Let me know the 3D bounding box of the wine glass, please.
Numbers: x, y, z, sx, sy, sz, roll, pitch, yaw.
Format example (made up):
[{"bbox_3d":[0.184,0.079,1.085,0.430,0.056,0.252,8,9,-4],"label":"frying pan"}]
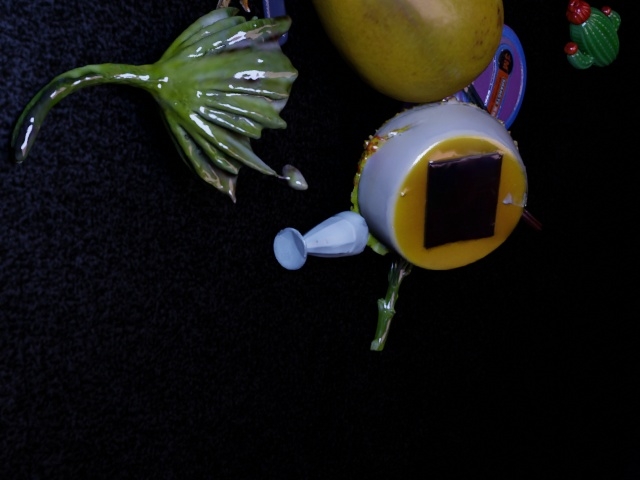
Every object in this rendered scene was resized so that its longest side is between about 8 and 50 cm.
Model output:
[{"bbox_3d":[0.000,0.000,1.425,0.155,0.073,0.073,-14,108,-48],"label":"wine glass"}]

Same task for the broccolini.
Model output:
[{"bbox_3d":[0.132,0.091,1.625,0.067,0.058,0.216,25,77,-56],"label":"broccolini"}]

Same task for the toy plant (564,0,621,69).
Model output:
[{"bbox_3d":[0.625,-0.475,2.166,0.240,0.088,0.154,-6,116,-46],"label":"toy plant"}]

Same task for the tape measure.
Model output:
[{"bbox_3d":[0.249,-0.284,1.651,0.245,0.149,0.231,16,86,-46],"label":"tape measure"}]

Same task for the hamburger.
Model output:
[{"bbox_3d":[0.190,-0.092,1.508,0.294,0.179,0.276,-11,124,-11],"label":"hamburger"}]

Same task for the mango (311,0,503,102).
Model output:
[{"bbox_3d":[0.103,-0.395,1.361,0.446,0.232,0.300,40,65,-38],"label":"mango"}]

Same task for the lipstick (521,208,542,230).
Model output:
[{"bbox_3d":[0.456,-0.054,2.065,0.176,0.027,0.027,29,73,-54],"label":"lipstick"}]

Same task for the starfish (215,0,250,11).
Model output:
[{"bbox_3d":[-0.125,-0.347,1.211,0.130,0.041,0.133,-1,97,-52],"label":"starfish"}]

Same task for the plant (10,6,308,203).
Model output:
[{"bbox_3d":[-0.168,-0.186,1.088,0.333,0.180,0.251,10,78,-50],"label":"plant"}]

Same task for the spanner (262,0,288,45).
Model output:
[{"bbox_3d":[-0.082,-0.422,1.275,0.087,0.024,0.316,-29,121,-46],"label":"spanner"}]
